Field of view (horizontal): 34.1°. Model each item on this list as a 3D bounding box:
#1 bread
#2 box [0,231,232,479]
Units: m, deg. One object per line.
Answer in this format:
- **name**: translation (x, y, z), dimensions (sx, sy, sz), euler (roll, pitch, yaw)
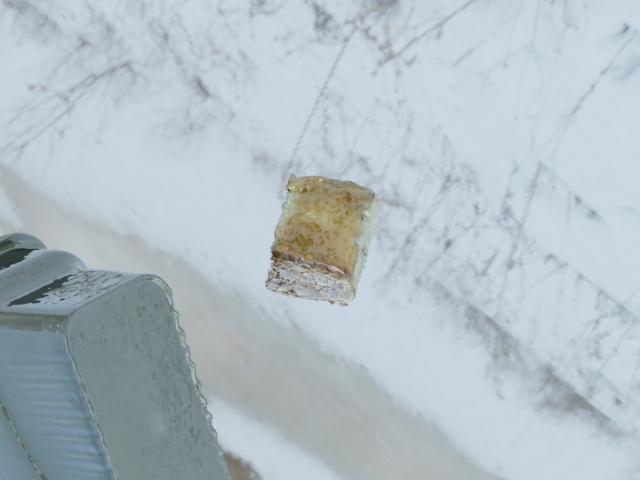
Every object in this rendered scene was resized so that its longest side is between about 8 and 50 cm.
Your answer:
- **bread**: translation (0.001, 0.001, 0.767), dimensions (0.070, 0.083, 0.076), euler (15, 153, 5)
- **box**: translation (-0.172, 0.129, 0.766), dimensions (0.178, 0.138, 0.274), euler (-3, 110, 40)
